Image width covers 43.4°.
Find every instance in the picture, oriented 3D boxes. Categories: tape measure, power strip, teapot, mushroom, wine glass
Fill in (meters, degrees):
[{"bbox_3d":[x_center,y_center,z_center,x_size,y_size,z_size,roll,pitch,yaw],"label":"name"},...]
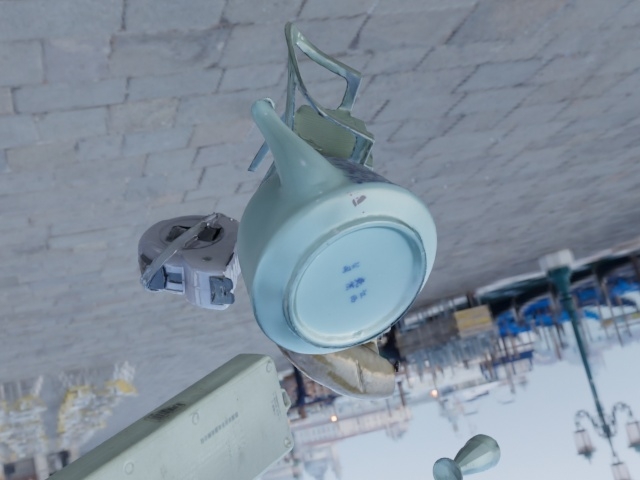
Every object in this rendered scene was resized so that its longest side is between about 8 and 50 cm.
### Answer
[{"bbox_3d":[-0.226,0.026,1.434,0.197,0.120,0.236,4,-152,6],"label":"tape measure"},{"bbox_3d":[-0.146,0.207,0.658,0.043,0.106,0.367,-4,-166,36],"label":"power strip"},{"bbox_3d":[0.000,0.000,0.655,0.159,0.159,0.232,-14,131,3],"label":"teapot"},{"bbox_3d":[-0.004,0.077,1.015,0.151,0.285,0.156,-15,-177,-17],"label":"mushroom"},{"bbox_3d":[0.279,0.426,1.546,0.073,0.073,0.155,-23,170,40],"label":"wine glass"}]

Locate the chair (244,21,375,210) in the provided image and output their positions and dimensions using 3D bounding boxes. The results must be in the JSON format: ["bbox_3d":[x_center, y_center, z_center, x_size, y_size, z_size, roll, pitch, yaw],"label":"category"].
[{"bbox_3d":[-0.012,-0.160,1.197,0.191,0.203,0.274,16,124,-16],"label":"chair"}]
